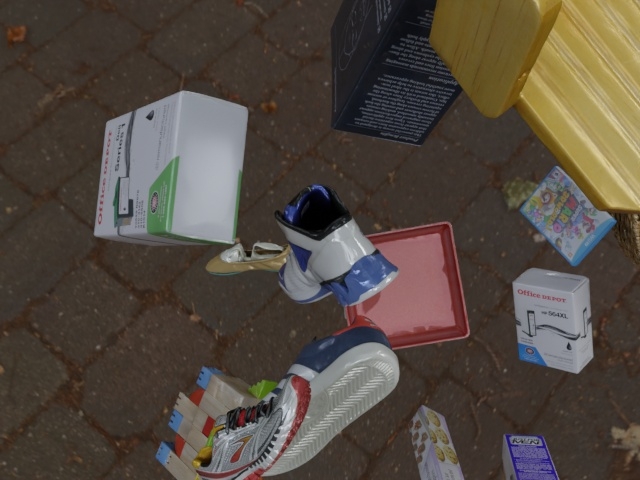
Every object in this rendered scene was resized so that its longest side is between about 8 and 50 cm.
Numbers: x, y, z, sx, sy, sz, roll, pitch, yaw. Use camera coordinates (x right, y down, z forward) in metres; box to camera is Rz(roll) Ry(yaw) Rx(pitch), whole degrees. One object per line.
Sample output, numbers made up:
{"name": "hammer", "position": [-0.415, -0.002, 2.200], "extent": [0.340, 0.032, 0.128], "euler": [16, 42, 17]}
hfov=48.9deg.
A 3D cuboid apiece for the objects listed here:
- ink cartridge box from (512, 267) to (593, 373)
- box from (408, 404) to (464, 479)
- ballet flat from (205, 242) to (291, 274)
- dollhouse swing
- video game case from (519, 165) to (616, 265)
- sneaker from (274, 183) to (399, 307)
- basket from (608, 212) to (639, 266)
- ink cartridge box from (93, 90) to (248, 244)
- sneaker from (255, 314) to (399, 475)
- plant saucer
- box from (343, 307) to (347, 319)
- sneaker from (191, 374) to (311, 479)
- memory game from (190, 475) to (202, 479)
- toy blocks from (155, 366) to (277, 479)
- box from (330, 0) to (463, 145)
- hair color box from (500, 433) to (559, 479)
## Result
{"name": "ink cartridge box", "position": [0.522, 0.177, 1.584], "extent": [0.148, 0.203, 0.086], "euler": [8, 28, 44]}
{"name": "box", "position": [0.244, 0.463, 1.457], "extent": [0.067, 0.063, 0.324], "euler": [28, 17, -10]}
{"name": "ballet flat", "position": [-0.173, 0.037, 1.729], "extent": [0.232, 0.073, 0.080], "euler": [-3, 30, 8]}
{"name": "dollhouse swing", "position": [0.342, -0.244, 0.691], "extent": [0.347, 0.315, 0.305], "euler": [-39, 76, -9]}
{"name": "video game case", "position": [0.479, -0.049, 1.376], "extent": [0.015, 0.119, 0.166], "euler": [3, 41, -42]}
{"name": "sneaker", "position": [0.000, 0.000, 1.157], "extent": [0.127, 0.315, 0.182], "euler": [-33, 98, -20]}
{"name": "basket", "position": [0.716, -0.056, 1.491], "extent": [0.213, 0.299, 0.223], "euler": [-38, 31, 11]}
{"name": "ink cartridge box", "position": [-0.187, -0.077, 0.854], "extent": [0.093, 0.219, 0.160], "euler": [9, 83, -38]}
{"name": "sneaker", "position": [-0.026, 0.252, 1.158], "extent": [0.350, 0.131, 0.148], "euler": [-35, 29, 14]}
{"name": "plant saucer", "position": [0.178, 0.104, 1.551], "extent": [0.259, 0.048, 0.258], "euler": [-10, 92, 3]}
{"name": "box", "position": [0.193, 0.169, 2.066], "extent": [0.232, 0.148, 0.126], "euler": [-2, 89, -10]}
{"name": "sneaker", "position": [-0.092, 0.251, 0.903], "extent": [0.093, 0.225, 0.088], "euler": [38, 24, 1]}
{"name": "memory game", "position": [-0.192, 0.538, 1.402], "extent": [0.186, 0.012, 0.186], "euler": [2, 101, 11]}
{"name": "toy blocks", "position": [-0.293, 0.492, 1.851], "extent": [0.261, 0.191, 0.381], "euler": [23, 92, 46]}
{"name": "box", "position": [0.177, -0.426, 1.385], "extent": [0.212, 0.395, 0.293], "euler": [9, 60, -16]}
{"name": "hair color box", "position": [0.495, 0.619, 1.645], "extent": [0.110, 0.339, 0.185], "euler": [2, 104, 8]}
